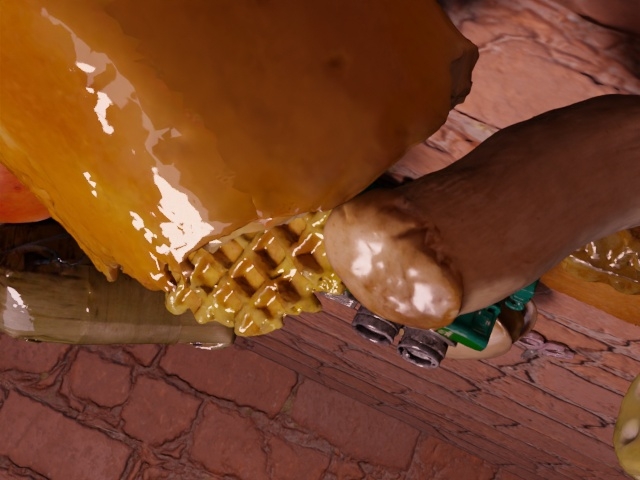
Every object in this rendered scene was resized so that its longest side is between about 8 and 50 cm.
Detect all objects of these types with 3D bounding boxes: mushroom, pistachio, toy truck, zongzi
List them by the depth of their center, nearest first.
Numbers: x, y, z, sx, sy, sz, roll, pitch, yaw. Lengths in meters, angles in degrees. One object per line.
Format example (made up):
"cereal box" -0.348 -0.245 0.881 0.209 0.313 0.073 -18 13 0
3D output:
"mushroom" 0.168 -0.030 0.617 0.122 0.351 0.095 51 148 39
"toy truck" 0.072 0.009 1.095 0.364 0.176 0.178 23 156 4
"zongzi" -0.288 -0.015 1.217 0.323 0.159 0.360 8 -143 -26
"pistachio" 0.188 0.099 1.244 0.144 0.143 0.215 37 162 -37

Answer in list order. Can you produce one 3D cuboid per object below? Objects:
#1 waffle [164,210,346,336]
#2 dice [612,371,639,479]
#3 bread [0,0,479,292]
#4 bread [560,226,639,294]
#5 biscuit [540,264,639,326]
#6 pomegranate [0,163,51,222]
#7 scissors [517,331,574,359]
"waffle" -0.096 -0.050 0.992 0.307 0.311 0.060 -11 -177 37
"dice" 0.504 0.254 1.204 0.166 0.169 0.169 28 164 -9
"bread" -0.144 -0.150 0.621 0.394 0.250 0.361 49 154 -18
"bread" 0.396 0.044 0.846 0.368 0.084 0.077 17 -157 22
"biscuit" 0.351 0.051 1.063 0.237 0.013 0.232 24 165 6
"pomegranate" -0.338 -0.148 1.063 0.271 0.251 0.229 -4 -149 -18
"scissors" 0.347 0.179 1.493 0.100 0.015 0.189 21 165 5
